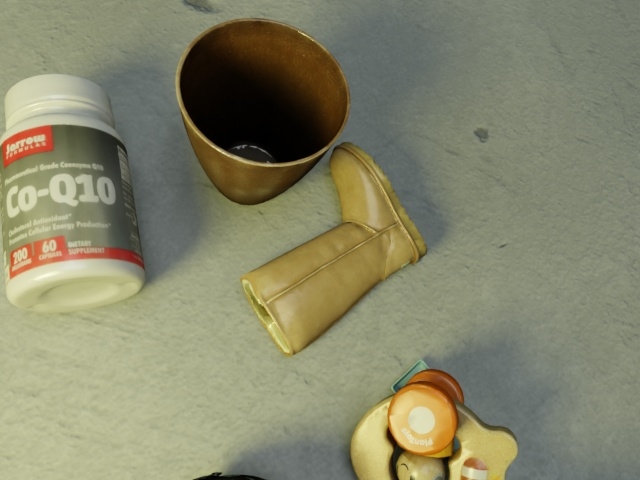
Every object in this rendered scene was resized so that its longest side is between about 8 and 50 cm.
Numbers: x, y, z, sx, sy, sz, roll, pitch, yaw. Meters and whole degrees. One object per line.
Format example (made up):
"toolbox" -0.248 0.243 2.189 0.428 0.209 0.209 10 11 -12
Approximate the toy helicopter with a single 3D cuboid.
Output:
"toy helicopter" 0.187 0.345 0.693 0.355 0.140 0.235 36 96 17

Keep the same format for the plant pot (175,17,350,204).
"plant pot" -0.092 -0.146 0.786 0.215 0.230 0.216 5 68 -12

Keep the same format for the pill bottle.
"pill bottle" -0.331 -0.062 0.734 0.161 0.161 0.283 -9 71 -17

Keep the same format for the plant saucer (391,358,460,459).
"plant saucer" 0.184 0.267 0.805 0.067 0.018 0.192 -37 82 -23

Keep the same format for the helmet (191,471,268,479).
"helmet" -0.089 0.356 0.626 0.161 0.169 0.170 10 66 9

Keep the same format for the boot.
"boot" 0.000 0.000 0.830 0.269 0.089 0.236 -31 78 -21
